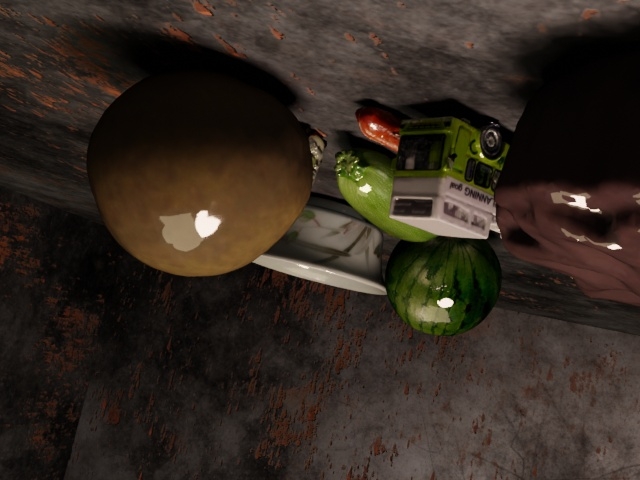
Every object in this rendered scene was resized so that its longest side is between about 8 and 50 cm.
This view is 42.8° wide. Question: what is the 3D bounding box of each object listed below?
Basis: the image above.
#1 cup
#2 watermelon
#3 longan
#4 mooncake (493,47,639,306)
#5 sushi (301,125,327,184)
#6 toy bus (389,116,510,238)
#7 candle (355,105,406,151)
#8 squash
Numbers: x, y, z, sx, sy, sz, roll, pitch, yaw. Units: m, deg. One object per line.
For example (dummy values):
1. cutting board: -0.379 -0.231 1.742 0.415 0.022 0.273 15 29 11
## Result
1. cup: 0.000 0.000 1.809 0.347 0.163 0.347 14 174 2
2. watermelon: 0.254 0.082 1.703 0.242 0.242 0.242 13 172 2
3. longan: -0.159 -0.090 1.078 0.297 0.297 0.297 13 172 2
4. mooncake: 0.357 -0.042 0.808 0.350 0.212 0.381 18 172 14
5. sushi: -0.045 -0.135 1.248 0.084 0.098 0.094 6 152 21
6. toy bus: 0.228 -0.061 1.070 0.301 0.139 0.113 17 174 -37
7. candle: 0.170 -0.115 1.137 0.329 0.048 0.051 20 156 -37
8. squash: 0.123 -0.066 1.351 0.107 0.107 0.395 9 171 29
